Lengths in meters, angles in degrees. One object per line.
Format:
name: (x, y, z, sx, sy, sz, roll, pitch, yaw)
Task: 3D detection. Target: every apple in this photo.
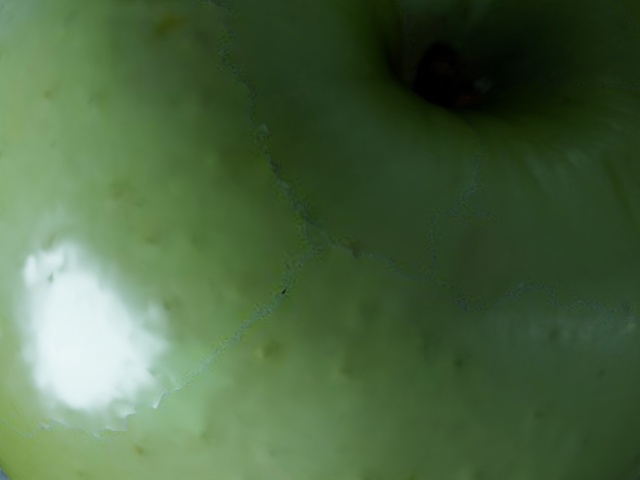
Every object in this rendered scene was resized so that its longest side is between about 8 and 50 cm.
apple: (0.000, 0.000, 0.818, 0.474, 0.474, 0.473, 40, 157, 20)
